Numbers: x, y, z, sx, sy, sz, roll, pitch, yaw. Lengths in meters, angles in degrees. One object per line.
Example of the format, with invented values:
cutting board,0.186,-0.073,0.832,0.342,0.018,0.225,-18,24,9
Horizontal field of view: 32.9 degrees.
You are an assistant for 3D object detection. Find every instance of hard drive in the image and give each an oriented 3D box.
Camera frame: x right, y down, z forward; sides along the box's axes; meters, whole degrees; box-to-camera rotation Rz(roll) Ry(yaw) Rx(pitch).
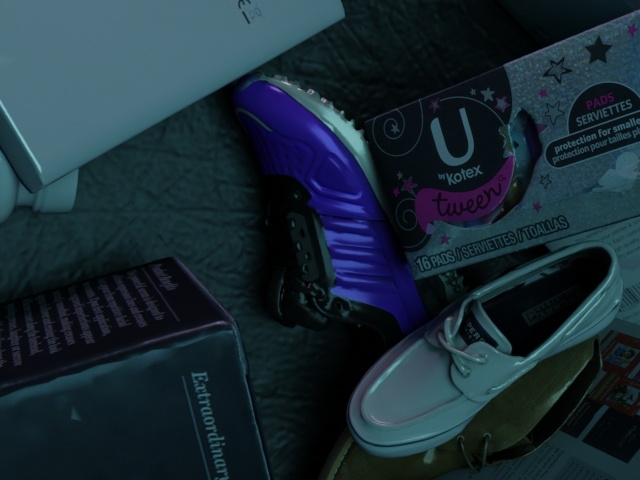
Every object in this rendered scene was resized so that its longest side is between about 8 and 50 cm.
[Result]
hard drive,-0.142,-0.201,0.825,0.318,0.040,0.210,-36,102,-35

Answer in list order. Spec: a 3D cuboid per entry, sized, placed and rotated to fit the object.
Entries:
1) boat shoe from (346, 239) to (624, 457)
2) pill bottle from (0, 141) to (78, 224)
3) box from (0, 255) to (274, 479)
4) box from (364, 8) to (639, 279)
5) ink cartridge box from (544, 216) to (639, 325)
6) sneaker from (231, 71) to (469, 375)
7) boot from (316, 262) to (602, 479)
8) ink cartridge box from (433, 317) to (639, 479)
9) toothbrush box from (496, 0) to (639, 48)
boat shoe,0.127,0.078,0.870,0.258,0.084,0.095,-36,63,-5
pill bottle,-0.275,-0.063,0.801,0.180,0.108,0.108,1,92,-22
box,-0.232,0.215,0.743,0.395,0.212,0.294,-15,105,-14
box,0.188,-0.076,0.849,0.163,0.247,0.142,-15,86,-53
ink cartridge box,0.300,-0.019,0.998,0.212,0.154,0.093,44,40,-18
sneaker,0.001,0.000,0.917,0.146,0.102,0.293,-43,107,-14
boot,0.114,0.164,0.935,0.305,0.115,0.112,-46,148,1
ink cartridge box,0.239,0.231,0.928,0.309,0.272,0.130,-46,115,-13
toothbrush box,0.262,-0.248,0.948,0.295,0.216,0.126,39,78,-18
